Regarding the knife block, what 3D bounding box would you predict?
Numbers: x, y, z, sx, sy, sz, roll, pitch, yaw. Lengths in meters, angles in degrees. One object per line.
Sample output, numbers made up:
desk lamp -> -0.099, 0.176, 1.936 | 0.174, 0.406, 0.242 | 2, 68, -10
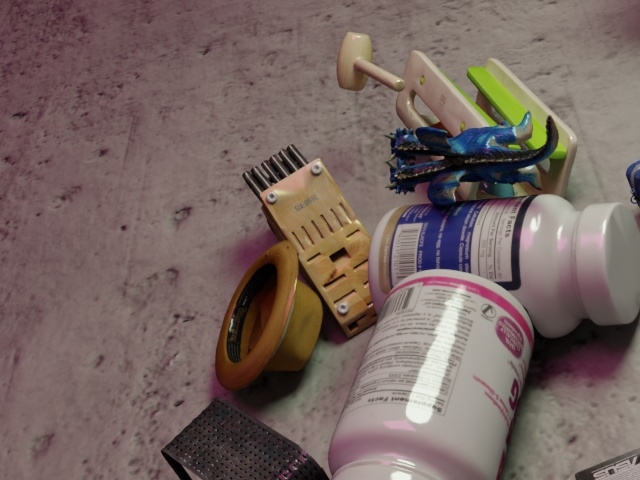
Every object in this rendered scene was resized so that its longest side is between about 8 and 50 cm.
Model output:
knife block -> 0.000, 0.000, 1.606 | 0.088, 0.242, 0.276 | -32, 78, -4

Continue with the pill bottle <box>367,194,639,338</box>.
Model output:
pill bottle -> 0.197, 0.030, 1.343 | 0.264, 0.153, 0.153 | -3, 41, 32

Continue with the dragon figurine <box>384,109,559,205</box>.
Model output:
dragon figurine -> 0.152, -0.085, 1.338 | 0.144, 0.085, 0.289 | -10, 7, -9

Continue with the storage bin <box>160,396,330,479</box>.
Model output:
storage bin -> -0.063, 0.248, 1.263 | 0.084, 0.122, 0.180 | -43, 36, -21

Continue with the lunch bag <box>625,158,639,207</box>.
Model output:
lunch bag -> 0.391, -0.067, 1.408 | 0.098, 0.067, 0.065 | -26, 17, -1

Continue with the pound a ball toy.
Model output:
pound a ball toy -> 0.153, -0.142, 1.590 | 0.208, 0.136, 0.319 | 2, 28, -20

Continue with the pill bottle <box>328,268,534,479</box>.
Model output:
pill bottle -> 0.101, 0.177, 1.207 | 0.160, 0.160, 0.283 | -6, 40, 30

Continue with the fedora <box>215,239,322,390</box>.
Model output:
fedora -> -0.051, 0.096, 1.468 | 0.194, 0.079, 0.194 | -50, 25, 34

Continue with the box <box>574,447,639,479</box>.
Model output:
box -> 0.333, 0.212, 0.975 | 0.231, 0.183, 0.056 | -23, 33, 6
